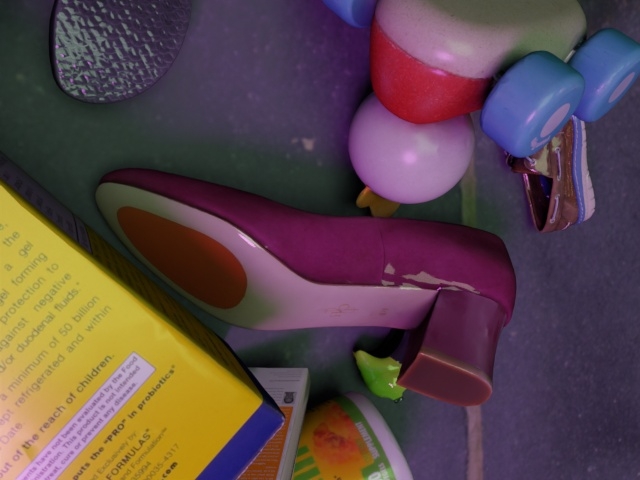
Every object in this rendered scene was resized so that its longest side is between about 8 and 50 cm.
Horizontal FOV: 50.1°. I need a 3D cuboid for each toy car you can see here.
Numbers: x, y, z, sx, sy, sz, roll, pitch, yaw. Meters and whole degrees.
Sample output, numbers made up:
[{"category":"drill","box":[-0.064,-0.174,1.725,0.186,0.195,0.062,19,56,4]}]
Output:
[{"category":"toy car","box":[0.106,-0.118,0.610,0.210,0.219,0.238,-26,152,-39]}]

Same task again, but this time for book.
[{"category":"book","box":[-0.068,0.166,0.572,0.096,0.144,0.035,-1,128,12]}]

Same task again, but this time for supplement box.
[{"category":"supplement box","box":[-0.234,0.063,0.477,0.195,0.194,0.356,-48,111,-8]}]

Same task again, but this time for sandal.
[{"category":"sandal","box":[-0.146,-0.225,0.546,0.097,0.054,0.254,18,82,-30]}]

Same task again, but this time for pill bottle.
[{"category":"pill bottle","box":[-0.049,0.244,0.609,0.246,0.136,0.136,-21,106,-17]}]

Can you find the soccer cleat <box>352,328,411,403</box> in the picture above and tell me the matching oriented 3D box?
[{"category":"soccer cleat","box":[0.116,0.091,0.692,0.179,0.060,0.072,-32,96,-13]}]

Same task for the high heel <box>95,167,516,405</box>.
[{"category":"high heel","box":[0.000,0.000,0.622,0.377,0.127,0.181,28,48,-8]}]

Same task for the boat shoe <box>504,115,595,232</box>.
[{"category":"boat shoe","box":[0.228,-0.090,0.698,0.066,0.066,0.183,-27,107,-13]}]
